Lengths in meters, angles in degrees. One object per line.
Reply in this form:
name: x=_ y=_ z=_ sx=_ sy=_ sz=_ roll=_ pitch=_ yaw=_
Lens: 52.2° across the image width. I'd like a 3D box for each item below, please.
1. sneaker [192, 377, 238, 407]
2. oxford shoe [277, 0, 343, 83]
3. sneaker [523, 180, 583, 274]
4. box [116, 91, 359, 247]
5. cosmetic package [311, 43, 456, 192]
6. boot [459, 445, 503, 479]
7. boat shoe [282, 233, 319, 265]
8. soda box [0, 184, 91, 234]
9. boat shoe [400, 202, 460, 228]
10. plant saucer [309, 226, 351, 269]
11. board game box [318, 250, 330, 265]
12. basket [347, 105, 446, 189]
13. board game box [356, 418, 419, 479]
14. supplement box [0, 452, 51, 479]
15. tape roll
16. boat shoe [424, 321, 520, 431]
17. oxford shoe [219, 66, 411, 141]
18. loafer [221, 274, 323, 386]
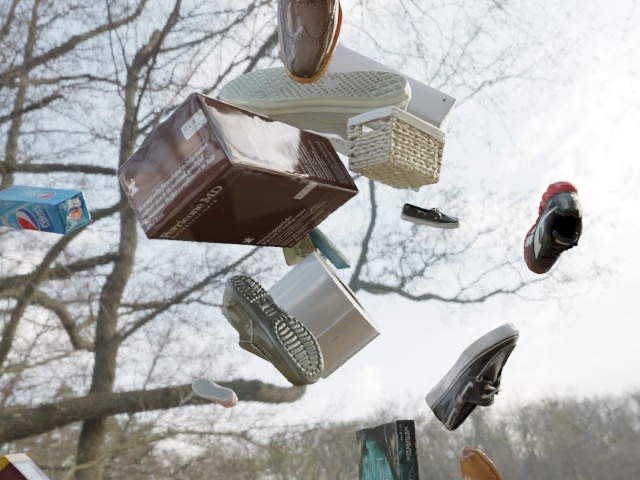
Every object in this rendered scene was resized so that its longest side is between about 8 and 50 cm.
sneaker: x=-0.283 y=0.418 z=1.773 sx=0.134 sy=0.051 sz=0.070 roll=13 pitch=-29 yaw=25
oxford shoe: x=-0.030 y=-0.475 z=1.191 sx=0.130 sy=0.363 sz=0.133 roll=4 pitch=4 yaw=13
sneaker: x=0.580 y=-0.007 z=1.632 sx=0.098 sy=0.135 sz=0.276 roll=5 pitch=-52 yaw=-3
box: x=-0.116 y=-0.097 z=1.082 sx=0.191 sy=0.143 sz=0.381 roll=-38 pitch=-22 yaw=25
cosmetic package: x=0.118 y=-0.306 z=1.607 sx=0.097 sy=0.377 sz=0.284 roll=-55 pitch=-14 yaw=-28
boot: x=0.251 y=0.469 z=1.115 sx=0.152 sy=0.197 sz=0.073 roll=-17 pitch=-5 yaw=-37
boat shoe: x=-0.064 y=-0.068 z=1.581 sx=0.089 sy=0.104 sz=0.285 roll=-9 pitch=-53 yaw=-1
soda box: x=-0.564 y=-0.063 z=1.311 sx=0.210 sy=0.071 sz=0.067 roll=6 pitch=-61 yaw=30
boat shoe: x=0.258 y=-0.057 z=1.526 sx=0.142 sy=0.049 sz=0.040 roll=10 pitch=-67 yaw=8
plant saucer: x=0.000 y=0.000 z=1.611 sx=0.192 sy=0.018 sz=0.067 roll=45 pitch=-24 yaw=-16
board game box: x=-0.032 y=0.189 z=2.081 sx=0.053 sy=0.305 sz=0.193 roll=13 pitch=-35 yaw=10
basket: x=0.139 y=-0.163 z=1.197 sx=0.167 sy=0.103 sz=0.113 roll=14 pitch=-14 yaw=-43
board game box: x=0.081 y=0.294 z=0.817 sx=0.026 sy=0.126 sz=0.186 roll=2 pitch=-20 yaw=-12
supplement box: x=-0.637 y=0.575 z=1.337 sx=0.191 sy=0.194 sz=0.129 roll=-45 pitch=-7 yaw=-16
tape roll: x=0.000 y=0.168 z=1.489 sx=0.169 sy=0.246 sz=0.246 roll=-40 pitch=-35 yaw=2
boat shoe: x=0.318 y=0.282 z=1.313 sx=0.108 sy=0.102 sz=0.301 roll=-5 pitch=-40 yaw=-38
oxford shoe: x=-0.021 y=-0.285 z=1.397 sx=0.449 sy=0.169 sz=0.130 roll=10 pitch=-43 yaw=24
loafer: x=-0.092 y=0.171 z=1.180 sx=0.094 sy=0.251 sz=0.087 roll=-9 pitch=-41 yaw=-50
